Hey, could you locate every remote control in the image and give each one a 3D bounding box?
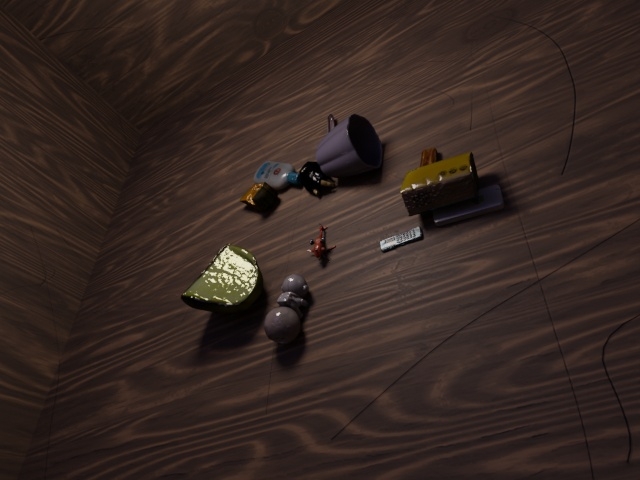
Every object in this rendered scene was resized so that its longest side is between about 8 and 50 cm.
[{"bbox_3d":[0.538,-0.128,1.544,0.250,0.034,0.103,-17,48,26],"label":"remote control"}]

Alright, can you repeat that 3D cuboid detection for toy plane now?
[{"bbox_3d":[0.007,0.000,1.813,0.126,0.077,0.194,7,52,30],"label":"toy plane"}]

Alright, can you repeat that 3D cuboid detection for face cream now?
[{"bbox_3d":[-0.216,-0.343,2.237,0.336,0.080,0.163,18,68,44],"label":"face cream"}]

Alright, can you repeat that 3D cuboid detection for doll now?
[{"bbox_3d":[-0.126,0.257,1.656,0.151,0.151,0.287,-7,50,33],"label":"doll"}]

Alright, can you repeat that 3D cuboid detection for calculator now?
[{"bbox_3d":[0.311,-0.004,1.628,0.172,0.018,0.057,-21,45,24],"label":"calculator"}]

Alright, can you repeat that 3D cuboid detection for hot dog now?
[{"bbox_3d":[0.451,-0.320,1.753,0.071,0.045,0.165,-5,55,31],"label":"hot dog"}]

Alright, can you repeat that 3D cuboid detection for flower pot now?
[{"bbox_3d":[0.118,-0.418,1.941,0.243,0.265,0.265,-16,48,39],"label":"flower pot"}]

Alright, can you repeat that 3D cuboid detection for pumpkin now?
[{"bbox_3d":[-0.316,-0.224,2.200,0.131,0.126,0.248,-60,26,-7],"label":"pumpkin"}]

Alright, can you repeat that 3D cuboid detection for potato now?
[{"bbox_3d":[-0.379,0.220,1.854,0.280,0.213,0.330,21,60,25],"label":"potato"}]

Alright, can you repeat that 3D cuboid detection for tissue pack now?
[{"bbox_3d":[0.447,-0.214,1.571,0.270,0.134,0.192,-15,28,27],"label":"tissue pack"}]

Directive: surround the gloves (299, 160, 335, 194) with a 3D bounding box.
[{"bbox_3d":[-0.014,-0.303,2.042,0.203,0.124,0.164,20,89,52],"label":"gloves"}]

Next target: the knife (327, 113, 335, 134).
[{"bbox_3d":[0.046,-0.568,2.242,0.123,0.053,0.278,-19,47,30],"label":"knife"}]
